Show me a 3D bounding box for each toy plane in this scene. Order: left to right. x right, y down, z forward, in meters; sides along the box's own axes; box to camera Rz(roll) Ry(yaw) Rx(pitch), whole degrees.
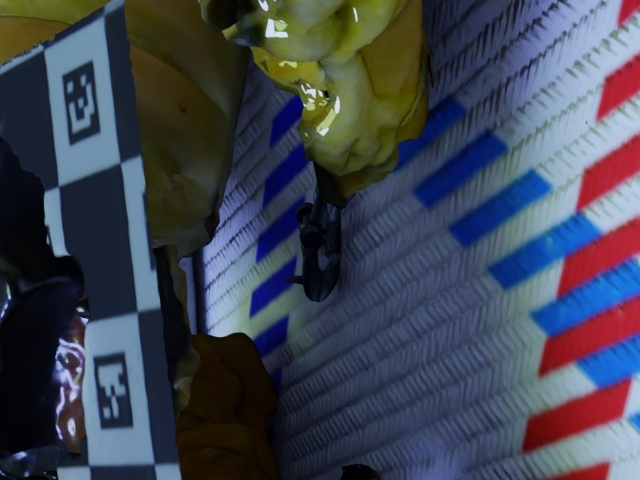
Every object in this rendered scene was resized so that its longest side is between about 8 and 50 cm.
[{"bbox_3d":[0.000,0.000,0.877,0.078,0.031,0.083,-100,20,-55],"label":"toy plane"}]

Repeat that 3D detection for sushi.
[{"bbox_3d":[-0.133,0.088,0.780,0.359,0.064,0.343,-13,82,55],"label":"sushi"}]

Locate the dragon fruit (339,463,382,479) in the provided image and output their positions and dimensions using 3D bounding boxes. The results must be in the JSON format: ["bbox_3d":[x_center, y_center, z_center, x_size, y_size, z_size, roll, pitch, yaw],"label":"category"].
[{"bbox_3d":[0.026,0.195,0.691,0.172,0.160,0.166,94,-178,-52],"label":"dragon fruit"}]

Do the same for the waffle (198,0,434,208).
[{"bbox_3d":[-0.040,-0.219,0.673,0.382,0.095,0.379,57,-167,-70],"label":"waffle"}]

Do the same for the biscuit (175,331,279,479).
[{"bbox_3d":[-0.082,0.238,0.944,0.312,0.110,0.318,-114,37,-65],"label":"biscuit"}]

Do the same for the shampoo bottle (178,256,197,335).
[{"bbox_3d":[-0.135,0.086,1.133,0.092,0.092,0.303,-167,74,-66],"label":"shampoo bottle"}]

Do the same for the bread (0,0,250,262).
[{"bbox_3d":[-0.195,-0.100,1.005,0.316,0.211,0.270,-22,52,42],"label":"bread"}]
